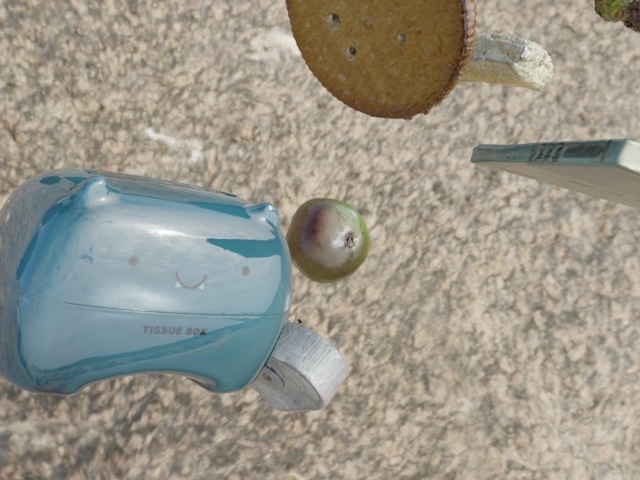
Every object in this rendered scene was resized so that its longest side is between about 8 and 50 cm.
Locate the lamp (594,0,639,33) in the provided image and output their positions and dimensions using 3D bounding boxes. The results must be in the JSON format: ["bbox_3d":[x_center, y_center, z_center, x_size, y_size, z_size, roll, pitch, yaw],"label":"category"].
[{"bbox_3d":[0.449,-0.352,1.093,0.135,0.156,0.157,-36,108,3],"label":"lamp"}]

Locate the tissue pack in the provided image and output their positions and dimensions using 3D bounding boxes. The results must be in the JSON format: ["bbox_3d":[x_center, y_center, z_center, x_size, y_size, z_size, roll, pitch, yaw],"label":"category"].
[{"bbox_3d":[-0.174,0.031,0.787,0.287,0.198,0.206,9,105,-35],"label":"tissue pack"}]

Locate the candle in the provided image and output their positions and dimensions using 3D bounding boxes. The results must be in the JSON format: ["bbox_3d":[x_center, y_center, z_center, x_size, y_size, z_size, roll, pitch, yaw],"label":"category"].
[{"bbox_3d":[-0.052,0.158,1.033,0.192,0.168,0.068,28,59,27],"label":"candle"}]

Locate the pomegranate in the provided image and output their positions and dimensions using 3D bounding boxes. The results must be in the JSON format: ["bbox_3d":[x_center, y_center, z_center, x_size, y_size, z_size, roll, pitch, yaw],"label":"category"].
[{"bbox_3d":[0.000,0.000,1.631,0.180,0.210,0.180,2,87,-31],"label":"pomegranate"}]

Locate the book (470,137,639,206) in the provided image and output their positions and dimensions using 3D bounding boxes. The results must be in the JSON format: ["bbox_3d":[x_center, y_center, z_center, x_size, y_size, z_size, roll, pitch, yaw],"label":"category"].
[{"bbox_3d":[0.325,-0.054,0.783,0.264,0.379,0.031,14,95,-6],"label":"book"}]

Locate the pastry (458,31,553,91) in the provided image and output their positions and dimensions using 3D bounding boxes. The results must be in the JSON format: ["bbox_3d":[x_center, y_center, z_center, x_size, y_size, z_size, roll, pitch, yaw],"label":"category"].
[{"bbox_3d":[0.300,-0.325,1.441,0.121,0.258,0.089,42,76,-39],"label":"pastry"}]

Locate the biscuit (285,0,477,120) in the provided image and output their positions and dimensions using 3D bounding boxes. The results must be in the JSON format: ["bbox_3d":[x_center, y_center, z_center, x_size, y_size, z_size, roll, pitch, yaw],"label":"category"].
[{"bbox_3d":[0.073,-0.301,1.034,0.305,0.305,0.038,49,50,5],"label":"biscuit"}]
